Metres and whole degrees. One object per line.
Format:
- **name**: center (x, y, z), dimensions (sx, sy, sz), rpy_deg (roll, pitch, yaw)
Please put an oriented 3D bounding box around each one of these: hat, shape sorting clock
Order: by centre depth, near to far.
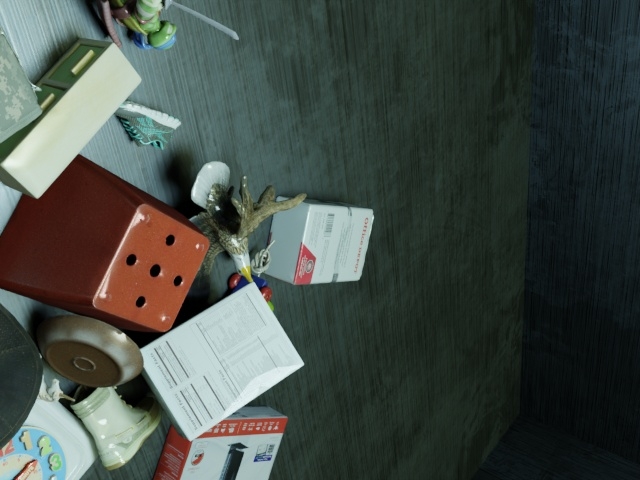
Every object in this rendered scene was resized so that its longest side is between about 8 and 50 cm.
- **hat**: center (-0.588, 0.203, 1.041), dimensions (0.134, 0.331, 0.331), rpy_deg (-34, 148, 19)
- **shape sorting clock**: center (-0.528, 0.420, 1.190), dimensions (0.206, 0.040, 0.206), rpy_deg (-5, 96, -48)

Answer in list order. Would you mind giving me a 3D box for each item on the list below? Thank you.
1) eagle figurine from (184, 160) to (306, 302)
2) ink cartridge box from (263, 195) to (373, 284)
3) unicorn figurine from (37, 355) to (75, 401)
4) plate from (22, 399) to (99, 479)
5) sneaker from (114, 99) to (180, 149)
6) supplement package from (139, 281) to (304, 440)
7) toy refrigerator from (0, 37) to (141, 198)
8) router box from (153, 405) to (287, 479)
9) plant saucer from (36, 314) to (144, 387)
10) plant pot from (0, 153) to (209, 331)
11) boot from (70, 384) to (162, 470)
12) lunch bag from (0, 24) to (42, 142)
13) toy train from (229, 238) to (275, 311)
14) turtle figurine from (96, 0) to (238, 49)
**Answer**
- **eagle figurine**: center (-0.201, -0.006, 1.424), dimensions (0.226, 0.298, 0.225), rpy_deg (14, 67, -31)
- **ink cartridge box**: center (0.000, 0.000, 1.758), dimensions (0.273, 0.114, 0.196), rpy_deg (2, 102, -52)
- **unicorn figurine**: center (-0.516, 0.235, 1.206), dimensions (0.162, 0.060, 0.111), rpy_deg (-8, 88, -17)
- **plate**: center (-0.544, 0.407, 1.236), dimensions (0.277, 0.045, 0.278), rpy_deg (-54, 129, -30)
- **sneaker**: center (-0.333, -0.212, 1.288), dimensions (0.166, 0.065, 0.076), rpy_deg (14, 97, -52)
- **supplement package**: center (-0.213, 0.243, 1.406), dimensions (0.263, 0.199, 0.198), rpy_deg (-31, 88, -21)
- **toy refrigerator**: center (-0.427, -0.207, 1.132), dimensions (0.269, 0.102, 0.094), rpy_deg (-55, 140, -20)
- **router box**: center (-0.252, 0.561, 1.701), dimensions (0.335, 0.082, 0.301), rpy_deg (17, 91, -54)
- **plant saucer**: center (-0.418, 0.209, 1.246), dimensions (0.036, 0.199, 0.198), rpy_deg (-78, 156, -46)
- **plant pot**: center (-0.358, 0.020, 1.206), dimensions (0.267, 0.236, 0.267), rpy_deg (35, 76, -52)
- **boot**: center (-0.407, 0.334, 1.398), dimensions (0.165, 0.077, 0.213), rpy_deg (63, 17, -13)
- **lunch bag**: center (-0.544, -0.215, 0.925), dimensions (0.287, 0.169, 0.235), rpy_deg (-40, 133, -29)
- **toy train**: center (-0.147, 0.132, 1.647), dimensions (0.248, 0.105, 0.143), rpy_deg (-58, 152, -18)
- **turtle figurine**: center (-0.278, -0.449, 1.124), dimensions (0.266, 0.275, 0.197), rpy_deg (43, 55, -42)
